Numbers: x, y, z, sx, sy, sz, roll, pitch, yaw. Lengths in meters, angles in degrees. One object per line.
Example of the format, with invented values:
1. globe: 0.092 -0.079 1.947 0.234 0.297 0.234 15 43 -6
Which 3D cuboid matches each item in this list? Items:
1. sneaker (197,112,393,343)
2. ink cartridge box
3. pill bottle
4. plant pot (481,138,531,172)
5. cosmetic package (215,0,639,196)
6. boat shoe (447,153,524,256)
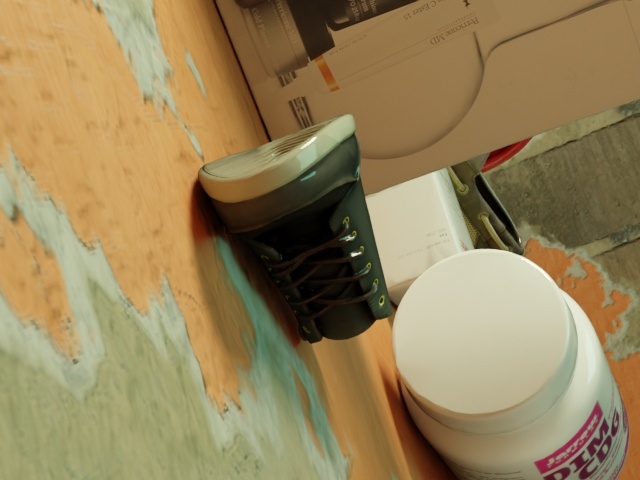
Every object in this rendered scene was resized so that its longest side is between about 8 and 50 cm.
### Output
1. sneaker: 0.000 0.000 0.876 0.222 0.083 0.118 -33 104 -82
2. ink cartridge box: 0.075 -0.040 1.438 0.139 0.082 0.191 44 29 -70
3. pill bottle: 0.155 0.121 1.317 0.283 0.160 0.160 53 19 -61
4. plant pot: 0.148 -0.194 1.885 0.191 0.191 0.174 61 10 -47
5. cosmetic package: 0.054 -0.239 1.079 0.097 0.284 0.377 -77 145 -75
6. boat shoe: 0.114 -0.106 1.667 0.132 0.130 0.355 -97 165 -56
